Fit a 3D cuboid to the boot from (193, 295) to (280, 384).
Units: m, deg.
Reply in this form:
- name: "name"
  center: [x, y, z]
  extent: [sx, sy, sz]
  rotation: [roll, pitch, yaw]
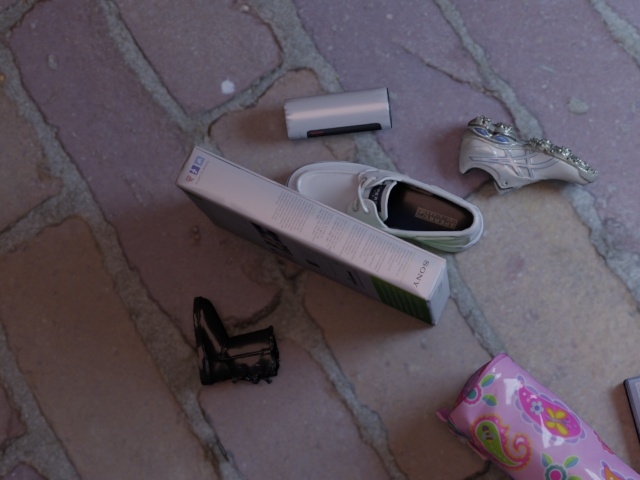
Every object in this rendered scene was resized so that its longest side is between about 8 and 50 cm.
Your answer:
- name: "boot"
  center: [-0.106, 0.125, 1.658]
  extent: [0.099, 0.045, 0.121]
  rotation: [-8, 85, 7]

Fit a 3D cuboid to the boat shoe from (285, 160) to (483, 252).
- name: "boat shoe"
  center: [0.078, -0.052, 1.653]
  extent: [0.258, 0.084, 0.095]
  rotation: [10, 80, 8]

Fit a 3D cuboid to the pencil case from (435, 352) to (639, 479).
- name: "pencil case"
  center: [0.275, 0.260, 1.551]
  extent: [0.284, 0.124, 0.124]
  rotation: [42, 86, 13]

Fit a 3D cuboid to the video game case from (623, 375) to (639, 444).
- name: "video game case"
  center: [0.522, 0.231, 1.576]
  extent: [0.274, 0.026, 0.196]
  rotation: [-14, 77, 4]

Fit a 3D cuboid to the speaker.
- name: "speaker"
  center: [0.022, -0.163, 1.698]
  extent: [0.136, 0.055, 0.055]
  rotation: [-6, 78, 5]

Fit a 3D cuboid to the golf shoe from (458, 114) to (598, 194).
- name: "golf shoe"
  center: [0.258, -0.092, 1.663]
  extent: [0.176, 0.069, 0.086]
  rotation: [22, 102, 13]

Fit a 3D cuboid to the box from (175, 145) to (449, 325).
- name: "box"
  center: [0.000, 0.000, 1.576]
  extent: [0.322, 0.232, 0.058]
  rotation: [26, 83, 10]
